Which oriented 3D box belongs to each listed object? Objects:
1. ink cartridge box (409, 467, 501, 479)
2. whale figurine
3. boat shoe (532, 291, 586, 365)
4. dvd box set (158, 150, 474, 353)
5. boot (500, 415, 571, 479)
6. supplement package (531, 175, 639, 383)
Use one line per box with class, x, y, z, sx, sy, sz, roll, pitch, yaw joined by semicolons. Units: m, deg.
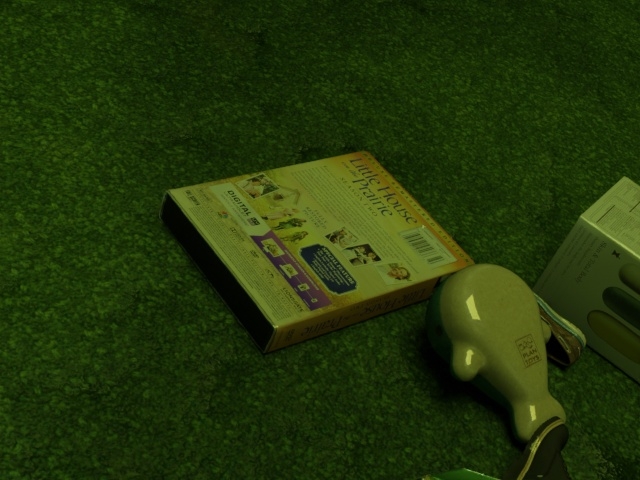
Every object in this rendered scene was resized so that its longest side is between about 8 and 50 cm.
ink cartridge box;0.194;0.340;1.214;0.189;0.255;0.097;20;70;-5
whale figurine;0.257;0.172;1.581;0.216;0.141;0.272;-19;80;-41
boat shoe;0.338;0.133;1.694;0.183;0.066;0.066;31;40;8
dvd box set;0.000;0.000;1.676;0.420;0.062;0.307;-16;53;-39
boot;0.329;0.331;1.430;0.137;0.076;0.198;25;41;23
supplement package;0.529;0.071;1.759;0.263;0.199;0.198;38;40;17
